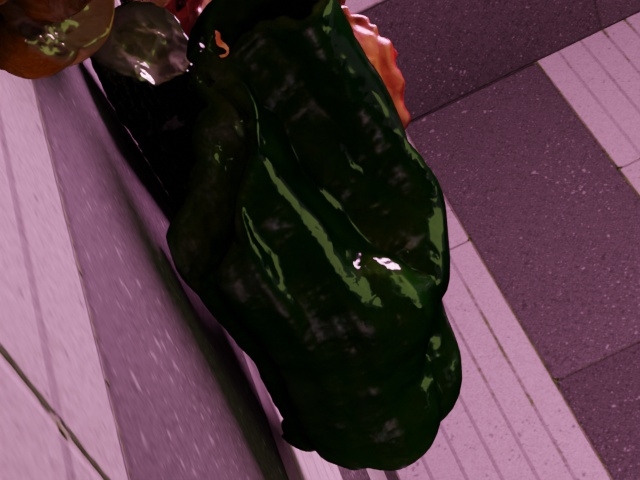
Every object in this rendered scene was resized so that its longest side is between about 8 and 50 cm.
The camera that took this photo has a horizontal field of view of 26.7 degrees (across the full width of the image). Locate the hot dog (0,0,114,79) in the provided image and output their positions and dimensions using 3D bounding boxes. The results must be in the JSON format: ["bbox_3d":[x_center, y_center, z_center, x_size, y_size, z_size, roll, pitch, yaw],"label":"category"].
[{"bbox_3d":[-0.166,-0.225,0.601,0.135,0.100,0.337,61,4,-63],"label":"hot dog"}]

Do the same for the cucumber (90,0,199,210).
[{"bbox_3d":[-0.106,-0.083,1.042,0.241,0.074,0.074,67,-2,-55],"label":"cucumber"}]

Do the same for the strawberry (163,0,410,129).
[{"bbox_3d":[-0.057,-0.095,1.260,0.149,0.265,0.336,-10,-97,50],"label":"strawberry"}]

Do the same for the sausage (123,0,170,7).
[{"bbox_3d":[-0.156,-0.255,1.577,0.136,0.123,0.501,-2,63,-57],"label":"sausage"}]

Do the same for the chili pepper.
[{"bbox_3d":[0.009,0.001,0.998,0.213,0.167,0.385,-75,152,-54],"label":"chili pepper"}]
